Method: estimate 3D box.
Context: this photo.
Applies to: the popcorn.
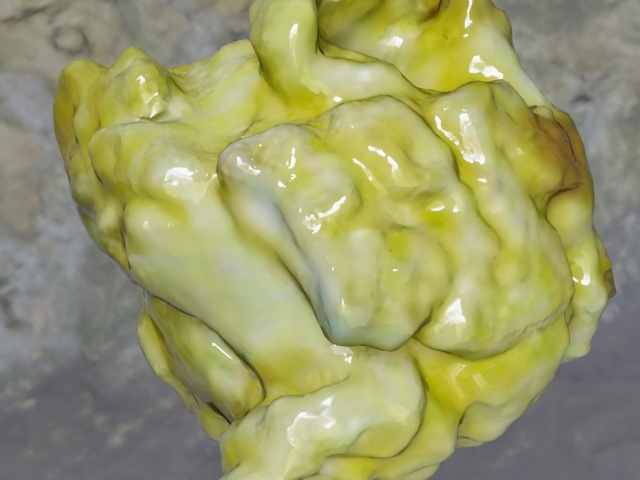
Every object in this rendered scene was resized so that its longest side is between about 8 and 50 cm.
[{"bbox_3d":[0.008,-0.003,0.734,0.237,0.293,0.293,-19,10,1],"label":"popcorn"}]
